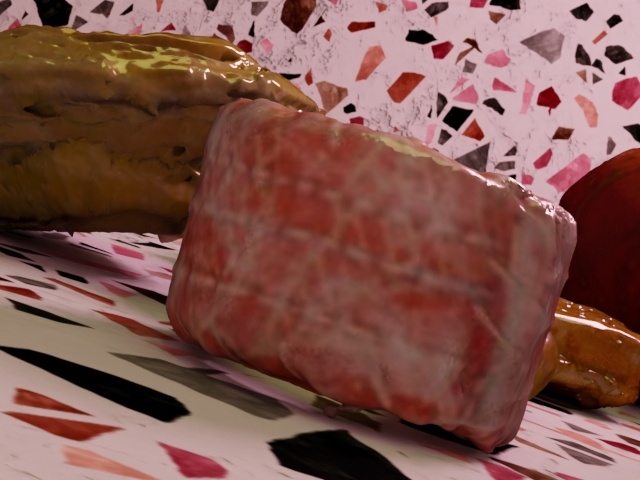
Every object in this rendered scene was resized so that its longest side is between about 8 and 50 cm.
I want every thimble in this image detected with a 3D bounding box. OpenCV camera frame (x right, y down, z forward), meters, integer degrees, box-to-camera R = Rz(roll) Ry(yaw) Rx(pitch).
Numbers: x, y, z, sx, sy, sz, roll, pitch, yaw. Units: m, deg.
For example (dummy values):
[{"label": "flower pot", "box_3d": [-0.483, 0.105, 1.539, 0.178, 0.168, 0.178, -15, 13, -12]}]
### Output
[{"label": "thimble", "box_3d": [0.031, 0.021, 1.015, 0.239, 0.162, 0.239, 19, 0, 0]}]

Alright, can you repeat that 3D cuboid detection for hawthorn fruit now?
[{"label": "hawthorn fruit", "box_3d": [0.334, 0.033, 1.610, 0.307, 0.265, 0.265, 13, 0, 37]}]

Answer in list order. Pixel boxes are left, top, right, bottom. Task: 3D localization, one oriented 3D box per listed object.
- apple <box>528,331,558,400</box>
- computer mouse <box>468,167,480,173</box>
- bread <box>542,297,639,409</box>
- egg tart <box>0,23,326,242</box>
[{"label": "apple", "box_3d": [0.129, 0.083, 1.223, 0.090, 0.074, 0.089, 19, 6, -2]}, {"label": "computer mouse", "box_3d": [0.238, 0.036, 1.903, 0.228, 0.145, 0.429, 38, 10, 25]}, {"label": "bread", "box_3d": [0.135, 0.073, 1.386, 0.271, 0.077, 0.139, 16, 8, -16]}, {"label": "egg tart", "box_3d": [-0.166, -0.073, 1.301, 0.352, 0.150, 0.352, 1, -3, 0]}]
